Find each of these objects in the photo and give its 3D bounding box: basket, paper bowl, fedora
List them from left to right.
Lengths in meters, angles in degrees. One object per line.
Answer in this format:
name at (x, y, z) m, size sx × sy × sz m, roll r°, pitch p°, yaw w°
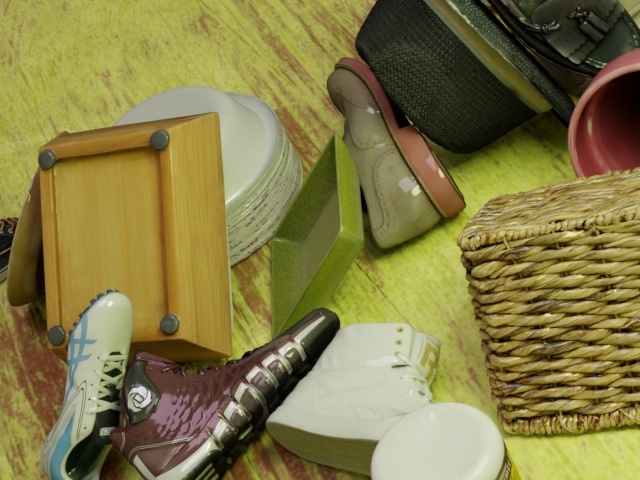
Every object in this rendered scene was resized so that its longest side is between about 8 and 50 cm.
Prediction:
paper bowl at (-0.177, -0.089, 1.903) m, size 0.284 × 0.148 × 0.284 m, roll -15°, pitch 41°, yaw 14°
fedora at (0.153, -0.209, 1.736) m, size 0.152 × 0.334 × 0.334 m, roll -44°, pitch 37°, yaw 12°
basket at (0.315, 0.051, 1.489) m, size 0.299 × 0.223 × 0.213 m, roll -11°, pitch 12°, yaw 22°

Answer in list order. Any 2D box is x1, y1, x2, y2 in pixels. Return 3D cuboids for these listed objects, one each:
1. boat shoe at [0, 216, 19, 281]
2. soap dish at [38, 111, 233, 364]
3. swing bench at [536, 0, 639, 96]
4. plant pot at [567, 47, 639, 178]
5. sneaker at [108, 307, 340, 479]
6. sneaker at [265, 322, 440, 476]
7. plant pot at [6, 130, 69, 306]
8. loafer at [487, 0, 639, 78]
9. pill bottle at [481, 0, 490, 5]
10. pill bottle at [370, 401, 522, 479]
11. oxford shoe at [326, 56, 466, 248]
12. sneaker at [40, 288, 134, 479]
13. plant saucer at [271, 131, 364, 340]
boat shoe at (-0.429, -0.008, 2.006) m, size 0.183 × 0.083 × 0.065 m, roll -43°, pitch 41°, yaw -20°
soap dish at (-0.222, 0.002, 1.733) m, size 0.228 × 0.118 × 0.291 m, roll -6°, pitch 85°, yaw 25°
swing bench at (0.354, -0.343, 1.838) m, size 0.253 × 0.255 × 0.165 m, roll -37°, pitch 2°, yaw -14°
plant pot at (0.391, -0.138, 1.606) m, size 0.201 × 0.201 × 0.180 m, roll -1°, pitch 30°, yaw 29°
sneaker at (-0.119, 0.143, 1.598) m, size 0.162 × 0.106 × 0.281 m, roll 36°, pitch 67°, yaw 23°
sneaker at (0.094, 0.161, 1.492) m, size 0.292 × 0.108 × 0.169 m, roll 11°, pitch 55°, yaw 40°
plant pot at (-0.347, -0.024, 1.890) m, size 0.032 × 0.236 × 0.236 m, roll 16°, pitch 48°, yaw 2°
loafer at (0.248, -0.288, 1.686) m, size 0.109 × 0.302 × 0.095 m, roll -52°, pitch -1°, yaw 5°
pill bottle at (0.277, -0.428, 2.043) m, size 0.121 × 0.121 × 0.216 m, roll 16°, pitch 55°, yaw 41°
pill bottle at (0.130, 0.249, 1.283) m, size 0.117 × 0.215 × 0.117 m, roll -16°, pitch 39°, yaw 14°
oxford shoe at (0.055, -0.117, 1.823) m, size 0.130 × 0.123 × 0.348 m, roll -36°, pitch 34°, yaw 5°
sneaker at (-0.244, 0.171, 1.625) m, size 0.086 × 0.085 × 0.237 m, roll 24°, pitch 103°, yaw 36°
plant saucer at (0.000, 0.000, 1.716) m, size 0.188 × 0.045 × 0.188 m, roll -92°, pitch 27°, yaw -49°
